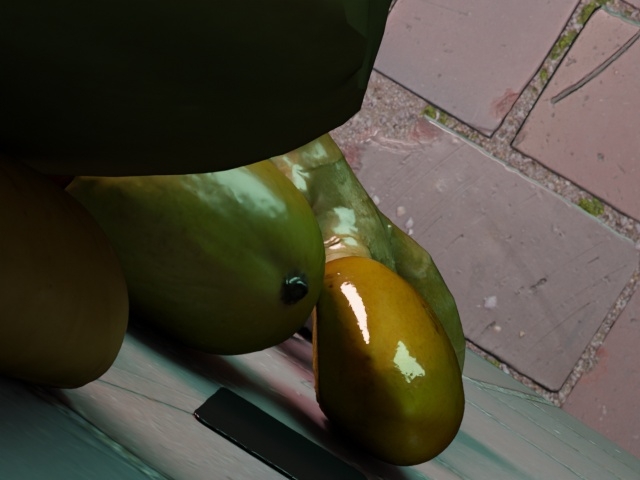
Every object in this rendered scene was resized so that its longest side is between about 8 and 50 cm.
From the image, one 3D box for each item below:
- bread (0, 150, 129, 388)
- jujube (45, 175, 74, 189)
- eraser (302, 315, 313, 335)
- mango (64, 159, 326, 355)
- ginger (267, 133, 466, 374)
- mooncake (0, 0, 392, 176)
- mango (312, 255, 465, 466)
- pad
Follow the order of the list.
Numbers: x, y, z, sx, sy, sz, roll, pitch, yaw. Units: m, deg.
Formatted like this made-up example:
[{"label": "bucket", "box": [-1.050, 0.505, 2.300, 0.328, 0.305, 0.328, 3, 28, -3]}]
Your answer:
[{"label": "bread", "box": [-0.194, -0.014, 0.741, 0.142, 0.091, 0.305, 39, 6, 28]}, {"label": "jujube", "box": [-0.252, -0.098, 1.077, 0.236, 0.168, 0.168, 12, 13, -33]}, {"label": "eraser", "box": [-0.043, 0.016, 1.840, 0.270, 0.094, 0.174, 33, 3, 40]}, {"label": "mango", "box": [-0.116, -0.024, 1.247, 0.195, 0.142, 0.332, 38, -2, -38]}, {"label": "ginger", "box": [0.018, -0.007, 1.601, 0.348, 0.122, 0.363, 65, 20, 11]}, {"label": "mooncake", "box": [-0.180, -0.191, 0.763, 0.467, 0.262, 0.467, 8, -8, 1]}, {"label": "mango", "box": [0.047, 0.086, 1.231, 0.102, 0.141, 0.217, -8, 13, -3]}, {"label": "pad", "box": [-0.021, 0.125, 1.059, 0.112, 0.003, 0.157, 32, 2, 3]}]
